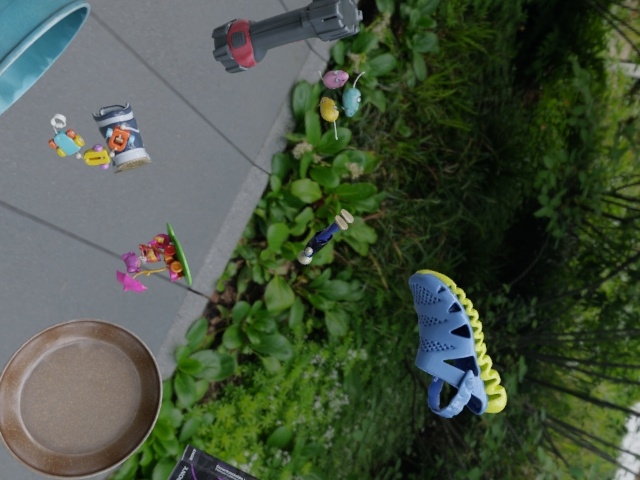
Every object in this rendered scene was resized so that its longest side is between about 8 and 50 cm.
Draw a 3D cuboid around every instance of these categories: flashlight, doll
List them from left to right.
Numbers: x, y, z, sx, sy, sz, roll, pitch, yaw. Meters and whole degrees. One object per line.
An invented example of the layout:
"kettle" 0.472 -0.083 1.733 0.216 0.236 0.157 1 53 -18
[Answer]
"flashlight" -0.067 -0.396 1.056 0.103 0.304 0.103 47 51 -46
"doll" 0.000 0.000 1.390 0.189 0.046 0.129 -43 -177 38

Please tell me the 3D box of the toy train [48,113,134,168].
"toy train" -0.498 -0.224 1.205 0.166 0.046 0.125 13 127 -25

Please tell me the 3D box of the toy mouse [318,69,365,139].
"toy mouse" 0.042 -0.331 1.236 0.031 0.143 0.161 -10 73 -46

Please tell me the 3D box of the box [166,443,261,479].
"box" -0.112 0.322 0.654 0.116 0.162 0.029 -59 -176 21

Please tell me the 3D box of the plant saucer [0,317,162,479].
"plant saucer" -0.310 0.202 0.721 0.199 0.036 0.198 7 73 -23

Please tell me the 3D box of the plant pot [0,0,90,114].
"plant pot" -0.516 -0.329 0.769 0.255 0.272 0.271 44 65 -23

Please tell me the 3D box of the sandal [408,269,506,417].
"sandal" 0.239 0.209 1.057 0.138 0.126 0.317 -24 92 -16

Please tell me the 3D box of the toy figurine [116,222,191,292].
"toy figurine" -0.418 0.055 1.346 0.159 0.173 0.130 -19 161 -20

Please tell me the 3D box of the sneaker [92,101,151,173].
"sneaker" -0.504 -0.257 1.409 0.099 0.282 0.153 -23 100 -17
